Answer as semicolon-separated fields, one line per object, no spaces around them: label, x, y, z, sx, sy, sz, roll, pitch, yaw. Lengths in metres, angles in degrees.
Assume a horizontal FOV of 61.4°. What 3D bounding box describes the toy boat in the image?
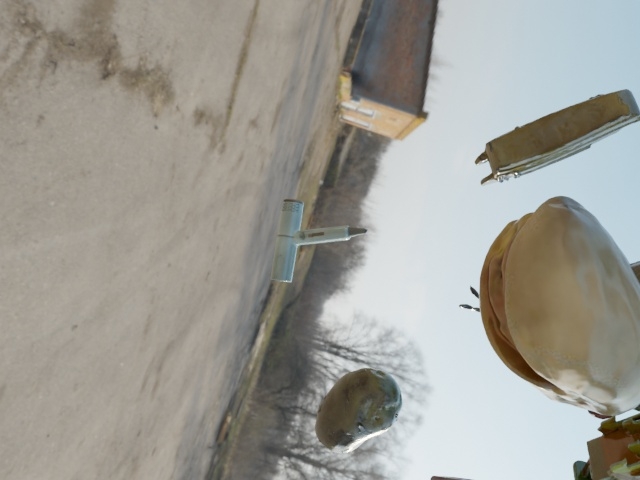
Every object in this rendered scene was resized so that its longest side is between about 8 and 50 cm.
toy boat;0.452;-0.195;1.051;0.115;0.310;0.089;23;48;-59

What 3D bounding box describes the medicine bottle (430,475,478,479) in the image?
medicine bottle;0.349;0.713;1.388;0.119;0.094;0.188;-21;-123;50

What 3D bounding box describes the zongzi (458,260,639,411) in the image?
zongzi;0.669;0.108;1.334;0.467;0.218;0.500;-54;-145;-8

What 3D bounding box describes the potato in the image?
potato;0.086;0.414;1.327;0.262;0.165;0.165;-40;-165;26

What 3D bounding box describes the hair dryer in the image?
hair dryer;0.000;0.008;0.979;0.044;0.183;0.155;17;82;-63

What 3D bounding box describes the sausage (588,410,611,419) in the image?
sausage;0.667;0.382;1.292;0.059;0.054;0.094;75;15;-54

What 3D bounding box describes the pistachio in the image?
pistachio;0.355;0.100;0.772;0.230;0.229;0.309;108;-32;-74

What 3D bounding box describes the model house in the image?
model house;0.820;0.559;1.237;0.242;0.357;0.313;-57;159;-56
